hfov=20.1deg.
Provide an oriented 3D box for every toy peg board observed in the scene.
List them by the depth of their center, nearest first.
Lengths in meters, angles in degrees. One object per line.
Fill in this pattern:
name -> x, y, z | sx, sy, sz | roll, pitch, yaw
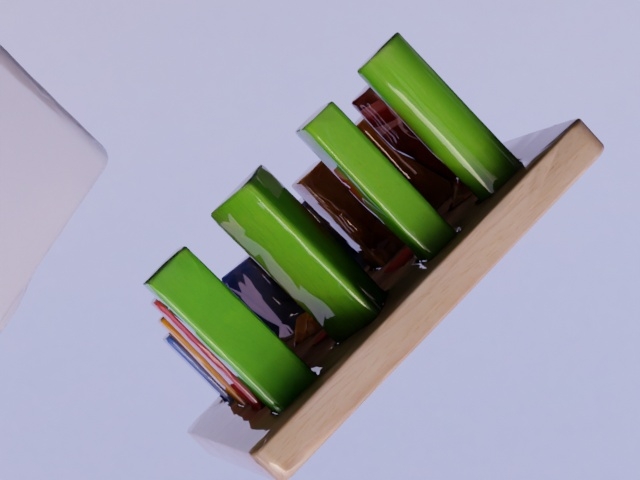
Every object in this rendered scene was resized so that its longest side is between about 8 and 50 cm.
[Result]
toy peg board -> 0.000, 0.000, 0.674 | 0.161, 0.079, 0.160 | -45, -173, -11

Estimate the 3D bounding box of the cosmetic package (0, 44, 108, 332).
cosmetic package -> -0.322, -0.089, 0.776 | 0.161, 0.453, 0.230 | 16, -114, 43
